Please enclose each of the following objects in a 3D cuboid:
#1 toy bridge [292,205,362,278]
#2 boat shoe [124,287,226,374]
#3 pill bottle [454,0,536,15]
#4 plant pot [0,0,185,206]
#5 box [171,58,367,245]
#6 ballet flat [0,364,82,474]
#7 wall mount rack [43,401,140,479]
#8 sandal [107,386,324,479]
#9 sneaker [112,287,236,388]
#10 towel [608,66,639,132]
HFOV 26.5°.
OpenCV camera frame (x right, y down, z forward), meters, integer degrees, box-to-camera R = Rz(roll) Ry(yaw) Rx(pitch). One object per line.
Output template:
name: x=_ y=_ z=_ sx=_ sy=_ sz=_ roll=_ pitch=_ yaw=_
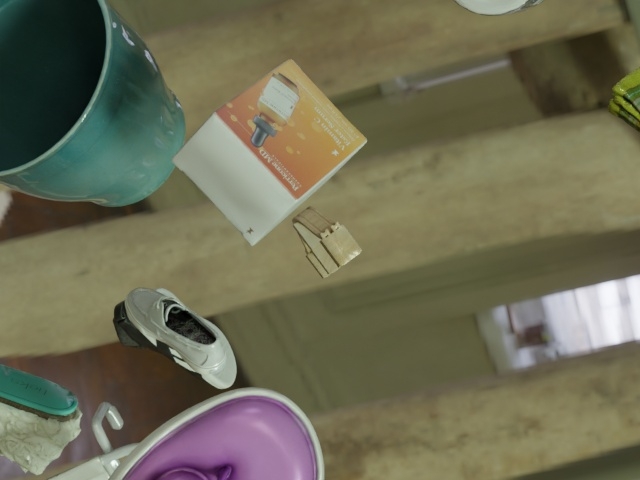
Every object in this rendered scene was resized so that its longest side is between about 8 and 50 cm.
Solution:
toy bridge: x=0.000 y=0.000 z=1.256 sx=0.063 sy=0.026 sz=0.188 roll=53 pitch=-7 yaw=1
boat shoe: x=-0.195 y=0.107 z=1.799 sx=0.184 sy=0.066 sz=0.063 roll=41 pitch=-33 yaw=35
pill bottle: x=0.223 y=-0.338 z=1.643 sx=0.246 sy=0.130 sz=0.130 roll=-34 pitch=109 yaw=-72
plant pot: x=-0.304 y=-0.166 z=1.686 sx=0.255 sy=0.272 sz=0.271 roll=33 pitch=45 yaw=-59
box: x=-0.053 y=-0.098 z=1.475 sx=0.130 sy=0.091 sz=0.170 roll=47 pitch=39 yaw=-1
ballet flat: x=-0.525 y=0.199 z=1.849 sx=0.147 sy=0.409 sz=0.147 roll=-63 pitch=180 yaw=-1
wall mount rack: x=-0.306 y=0.390 z=1.780 sx=0.130 sy=0.350 sz=0.304 roll=-80 pitch=145 yaw=-78
sandal: x=-0.153 y=0.292 z=1.079 sx=0.169 sy=0.416 sz=0.102 roll=47 pitch=-6 yaw=-5
sneaker: x=-0.231 y=0.154 z=2.096 sx=0.217 sy=0.121 sz=0.079 roll=50 pitch=44 yaw=-32
towel: x=0.291 y=-0.052 z=0.791 sx=0.237 sy=0.102 sz=0.021 roll=37 pitch=-29 yaw=30
